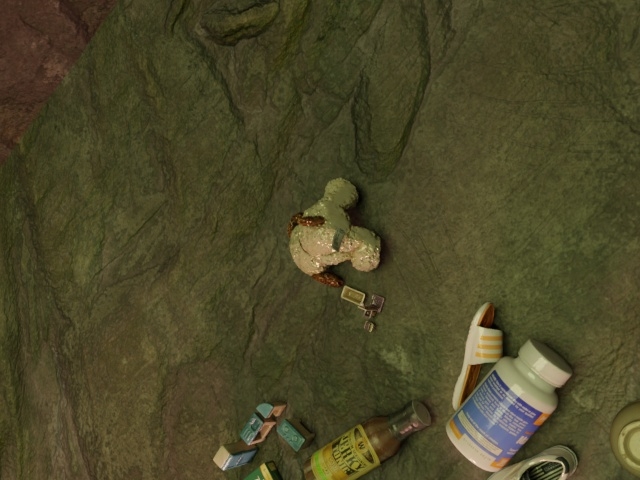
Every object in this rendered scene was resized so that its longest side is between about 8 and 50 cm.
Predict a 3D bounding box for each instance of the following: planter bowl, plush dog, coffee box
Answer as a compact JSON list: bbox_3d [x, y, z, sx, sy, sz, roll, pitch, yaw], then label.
[{"bbox_3d":[0.641,0.396,1.437,0.162,0.109,0.162,-3,84,33],"label":"planter bowl"},{"bbox_3d":[0.000,0.000,1.859,0.225,0.211,0.262,-52,56,48],"label":"plush dog"},{"bbox_3d":[-0.173,0.683,1.965,0.184,0.040,0.113,-41,65,22],"label":"coffee box"}]

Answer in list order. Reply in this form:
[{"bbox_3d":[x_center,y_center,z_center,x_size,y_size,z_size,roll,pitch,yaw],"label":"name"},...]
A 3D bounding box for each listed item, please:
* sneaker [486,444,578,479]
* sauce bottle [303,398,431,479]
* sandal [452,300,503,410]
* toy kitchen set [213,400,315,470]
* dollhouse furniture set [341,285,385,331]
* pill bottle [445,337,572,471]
[{"bbox_3d":[0.425,0.518,1.571,0.258,0.091,0.094,-44,64,21],"label":"sneaker"},{"bbox_3d":[0.111,0.491,1.765,0.344,0.111,0.111,-40,66,23],"label":"sauce bottle"},{"bbox_3d":[0.366,0.266,1.639,0.076,0.102,0.265,18,103,31],"label":"sandal"},{"bbox_3d":[-0.145,0.540,1.914,0.166,0.122,0.207,39,106,29],"label":"toy kitchen set"},{"bbox_3d":[0.083,0.165,1.832,0.114,0.081,0.091,22,97,32],"label":"dollhouse furniture set"},{"bbox_3d":[0.405,0.345,1.567,0.152,0.152,0.272,45,109,28],"label":"pill bottle"}]
